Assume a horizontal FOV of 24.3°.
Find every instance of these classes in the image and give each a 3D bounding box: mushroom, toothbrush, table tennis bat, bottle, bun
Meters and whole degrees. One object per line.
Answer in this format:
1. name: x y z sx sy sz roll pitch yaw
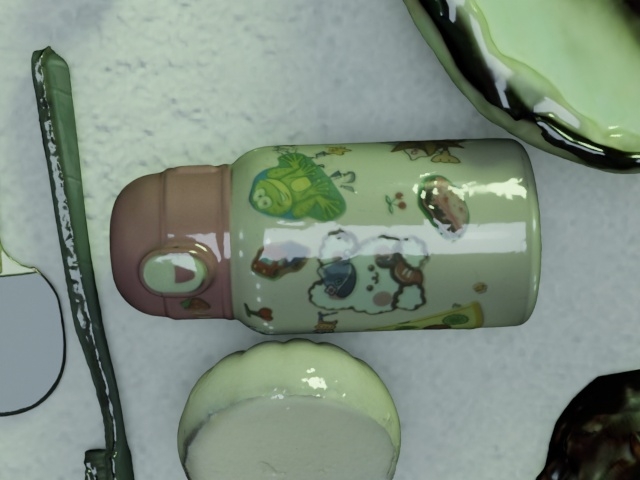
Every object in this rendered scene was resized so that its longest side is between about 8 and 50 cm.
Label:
1. mushroom: 0.149 -0.196 0.897 0.247 0.130 0.344 -34 96 -16
2. toothbrush: -0.153 0.026 0.941 0.031 0.030 0.297 -7 95 8
3. table tennis bat: -0.209 0.036 0.947 0.087 0.013 0.156 -5 95 -1
4. bottle: 0.000 0.000 0.901 0.253 0.120 0.120 -3 94 -2
5. bun: -0.018 0.105 0.920 0.138 0.094 0.138 0 137 0

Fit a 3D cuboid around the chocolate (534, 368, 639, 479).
1. chocolate: 0.248 0.188 0.896 0.224 0.177 0.206 -9 94 0
